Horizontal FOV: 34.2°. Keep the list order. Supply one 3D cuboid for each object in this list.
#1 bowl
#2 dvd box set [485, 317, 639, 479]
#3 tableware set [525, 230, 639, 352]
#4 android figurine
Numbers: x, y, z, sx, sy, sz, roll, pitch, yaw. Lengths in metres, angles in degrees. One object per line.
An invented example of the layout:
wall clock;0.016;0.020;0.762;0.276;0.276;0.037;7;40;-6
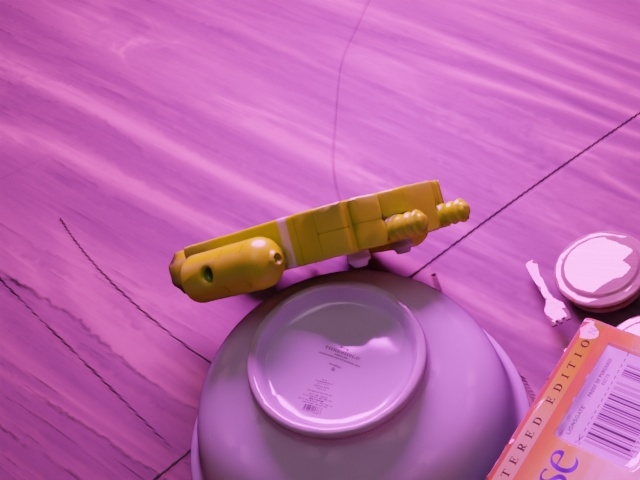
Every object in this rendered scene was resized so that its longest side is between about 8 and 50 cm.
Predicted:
bowl;0.022;0.127;0.852;0.297;0.134;0.298;-7;50;8
dvd box set;0.292;0.249;0.674;0.420;0.062;0.308;20;63;36
tableware set;0.270;0.069;0.907;0.128;0.039;0.194;-24;43;8
android figurine;0.000;0.000;0.909;0.272;0.056;0.248;-13;1;39
